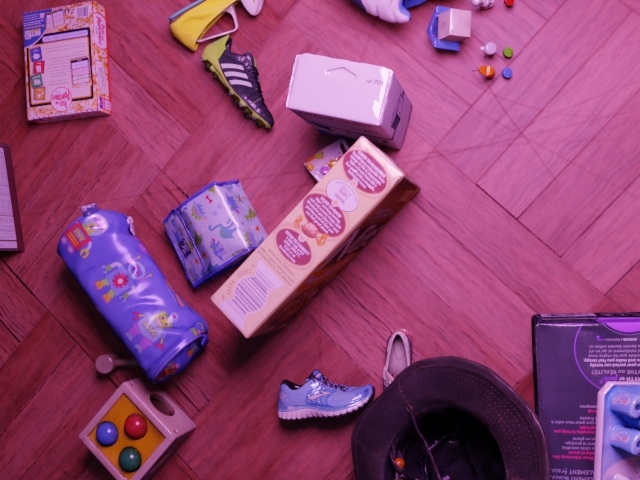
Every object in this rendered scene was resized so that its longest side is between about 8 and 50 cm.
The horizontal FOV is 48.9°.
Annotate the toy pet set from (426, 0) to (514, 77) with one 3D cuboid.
[{"bbox_3d":[0.225,-0.307,1.062,0.114,0.065,0.122,1,92,-19],"label":"toy pet set"}]

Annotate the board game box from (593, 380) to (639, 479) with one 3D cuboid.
[{"bbox_3d":[0.510,0.370,0.858,0.389,0.050,0.390,3,89,-17],"label":"board game box"}]

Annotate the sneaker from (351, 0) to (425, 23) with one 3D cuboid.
[{"bbox_3d":[0.156,-0.480,1.044,0.236,0.130,0.323,43,98,7],"label":"sneaker"}]

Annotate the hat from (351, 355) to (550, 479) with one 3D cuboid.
[{"bbox_3d":[0.200,0.324,0.989,0.331,0.134,0.332,-10,76,45],"label":"hat"}]

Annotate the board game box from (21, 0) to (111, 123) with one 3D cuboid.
[{"bbox_3d":[-0.449,-0.312,1.244,0.146,0.045,0.194,-4,88,15],"label":"board game box"}]

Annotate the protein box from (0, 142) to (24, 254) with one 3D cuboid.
[{"bbox_3d":[-0.665,-0.064,1.251,0.199,0.136,0.201,-10,86,15],"label":"protein box"}]

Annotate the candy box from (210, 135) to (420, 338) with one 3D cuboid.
[{"bbox_3d":[0.000,0.000,1.041,0.316,0.183,0.087,-46,79,10],"label":"candy box"}]

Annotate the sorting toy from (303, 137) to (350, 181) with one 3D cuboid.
[{"bbox_3d":[0.023,-0.120,1.112,0.075,0.045,0.083,-41,79,5],"label":"sorting toy"}]

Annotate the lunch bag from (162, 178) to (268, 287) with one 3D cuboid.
[{"bbox_3d":[-0.178,-0.010,1.143,0.151,0.096,0.129,-30,84,27],"label":"lunch bag"}]

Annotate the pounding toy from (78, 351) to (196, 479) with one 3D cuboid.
[{"bbox_3d":[-0.315,0.271,1.169,0.206,0.094,0.181,43,100,12],"label":"pounding toy"}]

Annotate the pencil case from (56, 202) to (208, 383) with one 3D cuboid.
[{"bbox_3d":[-0.305,0.083,1.159,0.133,0.119,0.306,-37,79,-9],"label":"pencil case"}]

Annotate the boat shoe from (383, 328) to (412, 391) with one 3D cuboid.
[{"bbox_3d":[0.120,0.203,1.076,0.049,0.043,0.137,4,91,14],"label":"boat shoe"}]

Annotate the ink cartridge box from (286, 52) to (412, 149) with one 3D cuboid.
[{"bbox_3d":[0.047,-0.199,1.028,0.139,0.190,0.082,14,93,16],"label":"ink cartridge box"}]

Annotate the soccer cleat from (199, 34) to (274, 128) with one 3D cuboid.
[{"bbox_3d":[-0.123,-0.261,1.149,0.072,0.060,0.179,-38,79,-1],"label":"soccer cleat"}]

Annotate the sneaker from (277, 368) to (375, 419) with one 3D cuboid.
[{"bbox_3d":[0.005,0.237,1.098,0.162,0.063,0.073,-9,83,15],"label":"sneaker"}]

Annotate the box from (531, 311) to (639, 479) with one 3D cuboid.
[{"bbox_3d":[0.376,0.237,0.952,0.165,0.143,0.271,-2,89,15],"label":"box"}]

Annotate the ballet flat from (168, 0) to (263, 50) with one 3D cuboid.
[{"bbox_3d":[-0.143,-0.391,1.155,0.231,0.077,0.077,-30,102,16],"label":"ballet flat"}]
